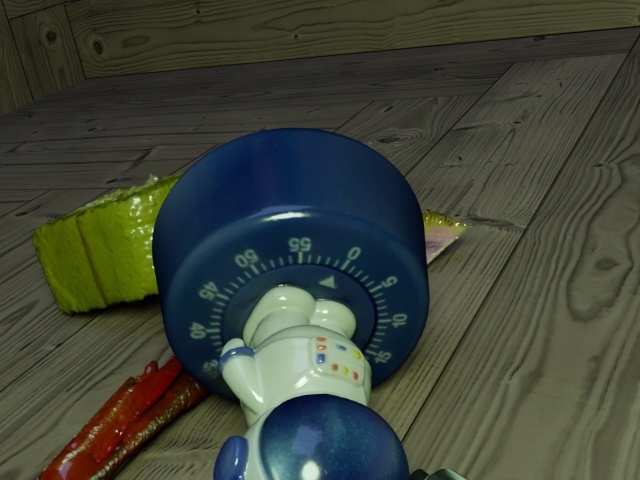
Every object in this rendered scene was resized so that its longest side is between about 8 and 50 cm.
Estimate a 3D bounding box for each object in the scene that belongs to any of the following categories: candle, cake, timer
[{"bbox_3d":[-0.187,0.184,0.833,0.084,0.059,0.302,-9,21,30],"label":"candle"},{"bbox_3d":[-0.243,0.001,1.157,0.260,0.156,0.179,-10,11,40],"label":"cake"},{"bbox_3d":[-0.011,0.108,0.742,0.270,0.270,0.384,-11,37,0],"label":"timer"}]

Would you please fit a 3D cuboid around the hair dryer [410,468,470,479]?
[{"bbox_3d":[0.197,0.164,0.583,0.320,0.156,0.284,-27,36,-14],"label":"hair dryer"}]

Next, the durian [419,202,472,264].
[{"bbox_3d":[-0.001,0.001,1.109,0.341,0.112,0.191,-22,26,-18],"label":"durian"}]
